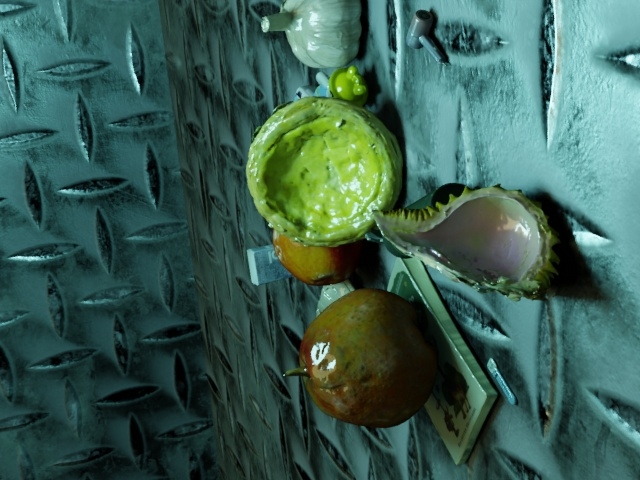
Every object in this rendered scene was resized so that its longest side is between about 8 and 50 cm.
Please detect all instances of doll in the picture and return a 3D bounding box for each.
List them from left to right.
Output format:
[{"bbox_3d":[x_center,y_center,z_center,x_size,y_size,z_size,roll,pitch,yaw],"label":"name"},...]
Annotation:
[{"bbox_3d":[0.040,-0.305,1.897,0.241,0.098,0.135,148,131,-68],"label":"doll"}]

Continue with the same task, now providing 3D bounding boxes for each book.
[{"bbox_3d":[0.226,0.235,1.771,0.260,0.043,0.371,99,151,-46],"label":"book"}]

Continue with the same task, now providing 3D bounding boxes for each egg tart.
[{"bbox_3d":[0.010,-0.151,1.840,0.132,0.345,0.346,-69,-21,-63],"label":"egg tart"}]

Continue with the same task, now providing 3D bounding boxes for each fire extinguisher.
[{"bbox_3d":[0.182,-0.027,1.646,0.311,0.114,0.096,143,140,-70],"label":"fire extinguisher"}]

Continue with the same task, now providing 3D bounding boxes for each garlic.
[{"bbox_3d":[-0.032,-0.463,1.840,0.218,0.212,0.219,34,129,56],"label":"garlic"}]

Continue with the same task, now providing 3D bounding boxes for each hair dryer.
[{"bbox_3d":[0.196,-0.349,1.545,0.114,0.037,0.063,58,152,27],"label":"hair dryer"}]

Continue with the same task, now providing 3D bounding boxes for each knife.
[{"bbox_3d":[0.323,0.254,1.561,0.027,0.010,0.096,100,151,-46],"label":"knife"}]

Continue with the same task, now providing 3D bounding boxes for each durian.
[{"bbox_3d":[0.249,0.016,1.402,0.305,0.186,0.195,16,164,30],"label":"durian"}]

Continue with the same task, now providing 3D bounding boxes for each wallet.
[{"bbox_3d":[0.066,0.232,2.166,0.335,0.068,0.275,104,146,-53],"label":"wallet"}]

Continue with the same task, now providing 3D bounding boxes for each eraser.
[{"bbox_3d":[-0.078,0.047,2.241,0.046,0.212,0.092,-159,58,-65],"label":"eraser"}]

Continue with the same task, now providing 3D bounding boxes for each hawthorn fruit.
[{"bbox_3d":[0.068,0.242,1.714,0.277,0.298,0.277,169,90,-69],"label":"hawthorn fruit"}]

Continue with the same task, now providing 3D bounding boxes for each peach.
[{"bbox_3d":[0.000,0.000,2.026,0.243,0.199,0.244,39,144,37],"label":"peach"}]

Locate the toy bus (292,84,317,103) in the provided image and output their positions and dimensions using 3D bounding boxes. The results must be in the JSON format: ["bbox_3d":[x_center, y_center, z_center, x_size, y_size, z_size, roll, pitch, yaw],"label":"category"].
[{"bbox_3d":[-0.017,-0.325,2.093,0.123,0.060,0.075,-126,36,-45],"label":"toy bus"}]
